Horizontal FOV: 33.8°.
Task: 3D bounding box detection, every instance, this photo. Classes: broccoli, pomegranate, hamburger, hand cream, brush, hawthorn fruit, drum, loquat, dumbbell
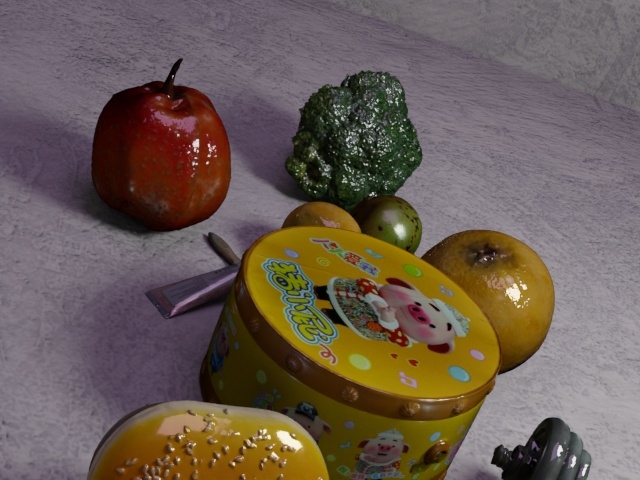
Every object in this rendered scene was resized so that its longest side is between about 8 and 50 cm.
[{"bbox_3d":[0.057,-0.211,2.216,0.321,0.303,0.283,1,6,-40],"label":"broccoli"},{"bbox_3d":[0.132,0.005,2.012,0.205,0.159,0.159,56,34,3],"label":"pomegranate"},{"bbox_3d":[-0.130,0.298,1.228,0.295,0.227,0.151,9,9,-20],"label":"hamburger"},{"bbox_3d":[-0.182,0.077,1.736,0.210,0.043,0.067,-18,50,-34],"label":"hand cream"},{"bbox_3d":[-0.145,0.041,1.852,0.070,0.021,0.196,-12,44,-38],"label":"brush"},{"bbox_3d":[-0.267,-0.173,1.831,0.254,0.300,0.254,16,28,-9],"label":"hawthorn fruit"},{"bbox_3d":[0.042,0.174,1.571,0.431,0.214,0.431,18,30,-10],"label":"drum"},{"bbox_3d":[0.000,0.000,1.911,0.163,0.137,0.163,23,40,-21],"label":"loquat"},{"bbox_3d":[0.277,0.103,1.827,0.263,0.263,0.263,18,29,-11],"label":"loquat"},{"bbox_3d":[0.436,0.399,1.523,0.406,0.179,0.179,26,28,4],"label":"dumbbell"}]
